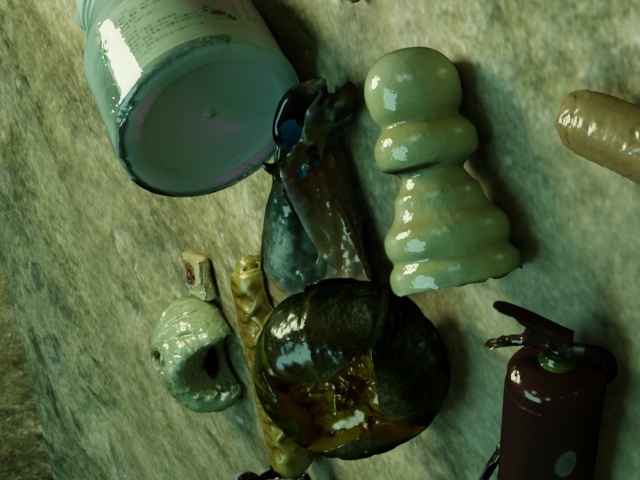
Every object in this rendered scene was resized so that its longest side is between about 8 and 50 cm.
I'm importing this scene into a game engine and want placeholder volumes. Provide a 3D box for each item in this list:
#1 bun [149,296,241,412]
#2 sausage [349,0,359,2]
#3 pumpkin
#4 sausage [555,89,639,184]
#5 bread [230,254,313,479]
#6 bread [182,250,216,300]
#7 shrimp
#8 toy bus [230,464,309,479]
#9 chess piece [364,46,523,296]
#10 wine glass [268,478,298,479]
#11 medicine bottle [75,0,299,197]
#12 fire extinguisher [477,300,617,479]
[{"bbox_3d":[-0.225,0.205,1.921,0.212,0.127,0.204,67,155,4],"label":"bun"},{"bbox_3d":[0.046,-0.307,1.171,0.024,0.024,0.132,57,152,25],"label":"sausage"},{"bbox_3d":[0.035,0.148,1.304,0.159,0.238,0.238,-70,-17,-54],"label":"pumpkin"},{"bbox_3d":[0.295,-0.044,0.843,0.301,0.066,0.065,39,140,43],"label":"sausage"},{"bbox_3d":[-0.071,0.195,1.676,0.077,0.084,0.367,-3,108,21],"label":"bread"},{"bbox_3d":[-0.208,0.061,1.889,0.070,0.035,0.083,24,125,54],"label":"bread"},{"bbox_3d":[0.000,0.000,1.391,0.221,0.110,0.445,36,142,40],"label":"shrimp"},{"bbox_3d":[-0.152,0.501,1.787,0.143,0.305,0.179,-7,104,62],"label":"toy bus"},{"bbox_3d":[0.111,-0.074,1.111,0.133,0.133,0.243,-13,90,63],"label":"chess piece"},{"bbox_3d":[0.032,0.486,1.500,0.406,0.267,0.267,-2,106,58],"label":"wine glass"},{"bbox_3d":[-0.187,-0.237,1.416,0.245,0.245,0.290,100,149,-45],"label":"medicine bottle"},{"bbox_3d":[0.212,0.200,1.091,0.105,0.142,0.341,-75,-15,-53],"label":"fire extinguisher"}]
